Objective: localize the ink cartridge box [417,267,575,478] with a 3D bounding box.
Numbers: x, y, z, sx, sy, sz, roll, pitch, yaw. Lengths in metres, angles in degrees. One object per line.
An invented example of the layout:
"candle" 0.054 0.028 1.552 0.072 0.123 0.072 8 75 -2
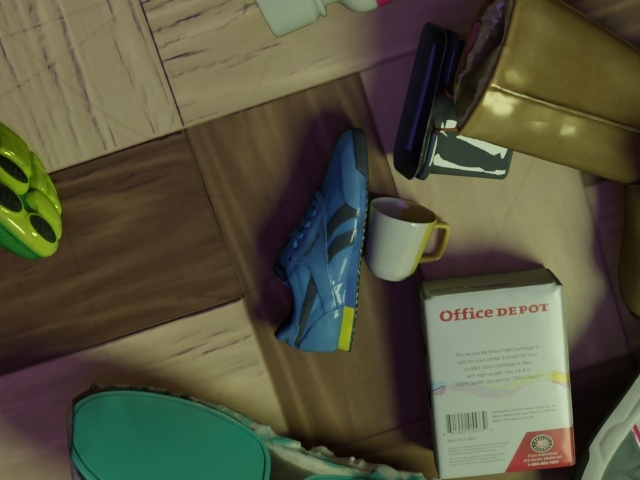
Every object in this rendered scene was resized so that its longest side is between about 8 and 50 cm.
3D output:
"ink cartridge box" 0.161 0.120 1.325 0.127 0.072 0.175 -6 102 0

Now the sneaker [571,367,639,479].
"sneaker" 0.355 0.188 1.273 0.178 0.123 0.295 44 119 32

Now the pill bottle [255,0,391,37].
"pill bottle" 0.062 -0.288 1.190 0.283 0.160 0.160 -25 102 5

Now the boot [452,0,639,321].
"boot" 0.226 -0.068 1.238 0.269 0.089 0.236 17 89 -27

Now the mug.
"mug" 0.076 0.003 1.306 0.078 0.062 0.064 14 110 2

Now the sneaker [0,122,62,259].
"sneaker" -0.363 -0.065 1.272 0.295 0.109 0.123 29 123 -9

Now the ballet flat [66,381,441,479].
"ballet flat" -0.046 0.250 1.320 0.408 0.147 0.147 20 101 -5

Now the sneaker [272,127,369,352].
"sneaker" 0.000 0.000 1.298 0.082 0.069 0.209 7 102 1

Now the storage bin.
"storage bin" 0.130 -0.115 1.268 0.091 0.098 0.135 9 102 -14
